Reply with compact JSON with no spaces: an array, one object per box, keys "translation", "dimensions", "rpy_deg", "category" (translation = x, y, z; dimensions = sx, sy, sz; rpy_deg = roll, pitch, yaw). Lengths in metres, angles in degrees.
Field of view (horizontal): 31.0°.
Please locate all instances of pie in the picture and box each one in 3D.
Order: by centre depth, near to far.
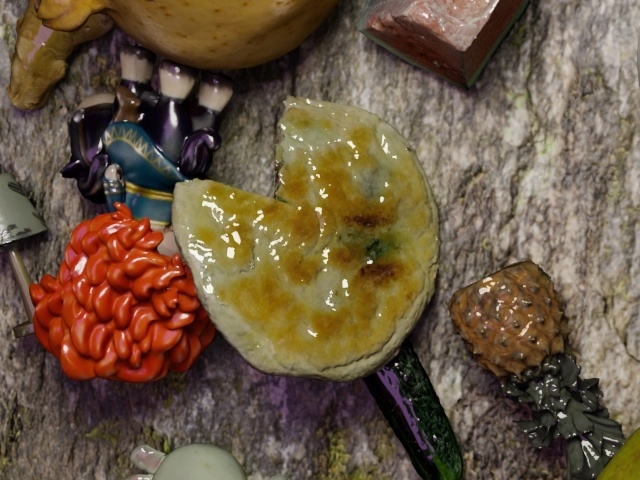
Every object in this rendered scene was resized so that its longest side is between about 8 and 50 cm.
[{"translation":[0.000,0.000,1.291],"dimensions":[0.338,0.337,0.075],"rpy_deg":[69,156,6],"category":"pie"}]

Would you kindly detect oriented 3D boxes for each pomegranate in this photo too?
[{"translation":[-0.139,-0.360,1.248],"dimensions":[0.410,0.410,0.410],"rpy_deg":[2,94,24],"category":"pomegranate"}]

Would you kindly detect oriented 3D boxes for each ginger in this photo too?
[{"translation":[-0.361,-0.273,1.529],"dimensions":[0.115,0.081,0.205],"rpy_deg":[41,103,-16],"category":"ginger"}]

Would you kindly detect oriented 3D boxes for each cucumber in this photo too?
[{"translation":[0.100,0.181,1.355],"dimensions":[0.074,0.074,0.241],"rpy_deg":[-33,83,23],"category":"cucumber"}]

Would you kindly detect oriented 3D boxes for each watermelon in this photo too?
[{"translation":[0.179,-0.283,1.217],"dimensions":[0.148,0.226,0.318],"rpy_deg":[38,126,-10],"category":"watermelon"}]

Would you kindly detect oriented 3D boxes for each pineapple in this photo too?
[{"translation":[0.240,0.146,1.264],"dimensions":[0.128,0.128,0.248],"rpy_deg":[-31,85,23],"category":"pineapple"}]

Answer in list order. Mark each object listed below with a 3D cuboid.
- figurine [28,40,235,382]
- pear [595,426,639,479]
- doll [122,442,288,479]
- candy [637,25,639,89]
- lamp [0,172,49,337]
[{"translation":[-0.221,-0.034,1.410],"dimensions":[0.306,0.241,0.412],"rpy_deg":[-10,79,32],"category":"figurine"},{"translation":[0.380,0.316,1.143],"dimensions":[0.269,0.269,0.321],"rpy_deg":[17,82,23],"category":"pear"},{"translation":[-0.123,0.345,1.452],"dimensions":[0.275,0.113,0.155],"rpy_deg":[22,94,29],"category":"doll"},{"translation":[0.445,-0.195,1.111],"dimensions":[0.295,0.185,0.296],"rpy_deg":[11,114,26],"category":"candy"},{"translation":[-0.417,0.022,1.556],"dimensions":[0.121,0.121,0.215],"rpy_deg":[-16,96,25],"category":"lamp"}]
